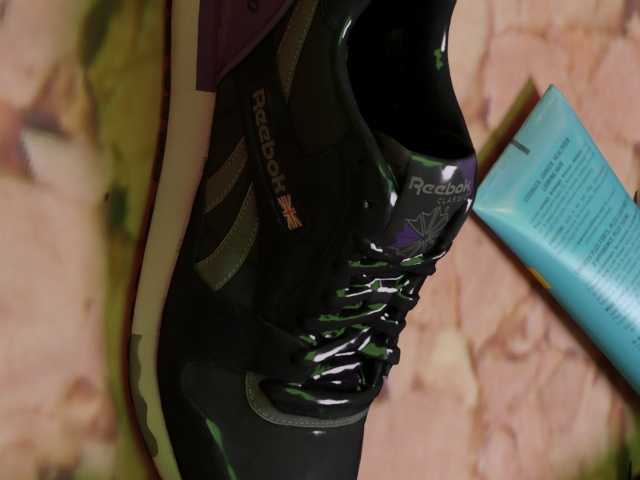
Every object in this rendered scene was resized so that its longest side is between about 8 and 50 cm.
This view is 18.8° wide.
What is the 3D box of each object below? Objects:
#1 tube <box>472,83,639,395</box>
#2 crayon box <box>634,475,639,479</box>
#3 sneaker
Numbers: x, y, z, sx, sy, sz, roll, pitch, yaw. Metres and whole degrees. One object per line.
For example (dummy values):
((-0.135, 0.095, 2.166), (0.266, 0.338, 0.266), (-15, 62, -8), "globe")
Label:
((0.151, 0.023, 0.960), (0.207, 0.052, 0.080), (50, 57, -27), "tube")
((0.253, 0.255, 1.047), (0.202, 0.081, 0.318), (-32, 115, -36), "crayon box")
((0.000, 0.000, 0.766), (0.107, 0.124, 0.283), (-4, 97, -41), "sneaker")
